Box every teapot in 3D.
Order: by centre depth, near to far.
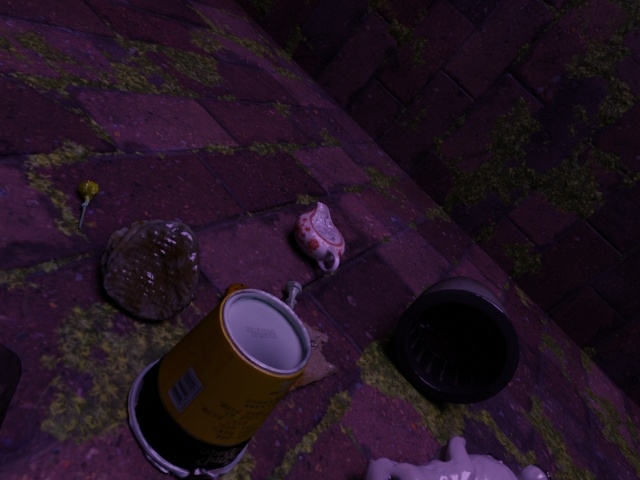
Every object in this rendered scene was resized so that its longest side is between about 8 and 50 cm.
[{"bbox_3d":[0.000,0.000,1.364,0.159,0.116,0.245,33,22,-46],"label":"teapot"}]

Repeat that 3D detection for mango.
[{"bbox_3d":[-0.154,0.138,1.009,0.114,0.057,0.079,57,24,10],"label":"mango"}]

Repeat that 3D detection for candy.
[{"bbox_3d":[-0.451,-0.068,0.944,0.035,0.035,0.122,36,35,-40],"label":"candy"}]

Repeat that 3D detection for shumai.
[{"bbox_3d":[-0.304,0.049,0.897,0.184,0.184,0.142,35,-2,-15],"label":"shumai"}]

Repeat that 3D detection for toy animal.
[{"bbox_3d":[0.241,0.498,0.901,0.358,0.194,0.257,6,66,-28],"label":"toy animal"}]

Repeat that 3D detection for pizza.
[{"bbox_3d":[-0.044,0.227,1.009,0.262,0.034,0.180,30,44,-40],"label":"pizza"}]

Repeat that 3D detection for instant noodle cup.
[{"bbox_3d":[-0.140,0.200,0.732,0.216,0.236,0.215,30,29,-19],"label":"instant noodle cup"}]

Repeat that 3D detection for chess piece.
[{"bbox_3d":[-0.069,0.139,1.144,0.042,0.042,0.093,33,35,-19],"label":"chess piece"}]

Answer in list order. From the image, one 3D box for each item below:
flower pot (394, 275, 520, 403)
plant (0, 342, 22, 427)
[{"bbox_3d":[0.370,0.233,1.342,0.293,0.293,0.330,45,19,5],"label":"flower pot"},{"bbox_3d":[-0.396,0.203,0.423,0.199,0.189,0.275,29,56,-28],"label":"plant"}]
